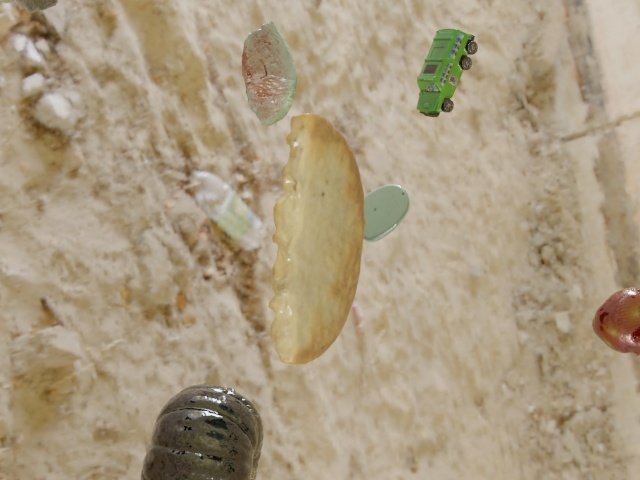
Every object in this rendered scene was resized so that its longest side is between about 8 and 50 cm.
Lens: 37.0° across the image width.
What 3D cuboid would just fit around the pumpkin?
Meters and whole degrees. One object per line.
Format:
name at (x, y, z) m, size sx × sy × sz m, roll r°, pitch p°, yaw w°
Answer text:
pumpkin at (-0.168, 0.310, 1.362) m, size 0.220 × 0.162 × 0.220 m, roll -169°, pitch -90°, yaw -89°

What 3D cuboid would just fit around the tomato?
tomato at (0.387, 0.103, 1.194) m, size 0.075 × 0.087 × 0.087 m, roll 47°, pitch 10°, yaw 34°

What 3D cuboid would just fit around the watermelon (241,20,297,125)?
watermelon at (-0.084, -0.265, 1.590) m, size 0.081 × 0.094 × 0.180 m, roll 47°, pitch -23°, yaw 50°

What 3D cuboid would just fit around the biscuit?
biscuit at (0.000, 0.000, 1.230) m, size 0.204 × 0.040 × 0.309 m, roll 4°, pitch 90°, yaw -63°

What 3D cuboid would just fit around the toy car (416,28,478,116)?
toy car at (0.220, -0.304, 1.725) m, size 0.062 × 0.071 × 0.165 m, roll 26°, pitch 84°, yaw -34°

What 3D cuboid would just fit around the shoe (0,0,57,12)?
shoe at (-0.417, -0.343, 1.109) m, size 0.109 × 0.149 × 0.293 m, roll 42°, pitch -16°, yaw 21°

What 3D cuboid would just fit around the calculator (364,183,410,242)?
calculator at (0.112, -0.051, 1.904) m, size 0.021 × 0.153 × 0.095 m, roll 21°, pitch 38°, yaw -61°
